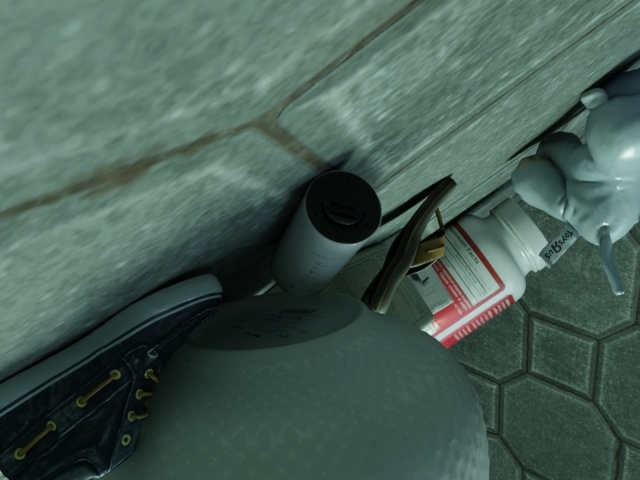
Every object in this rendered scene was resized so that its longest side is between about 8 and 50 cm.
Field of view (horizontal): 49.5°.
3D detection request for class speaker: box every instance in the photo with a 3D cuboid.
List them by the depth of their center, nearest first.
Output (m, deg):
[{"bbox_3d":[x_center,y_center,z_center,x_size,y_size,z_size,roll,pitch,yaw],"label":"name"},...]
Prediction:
[{"bbox_3d":[0.000,0.000,0.519,0.055,0.055,0.136,-31,170,-22],"label":"speaker"}]

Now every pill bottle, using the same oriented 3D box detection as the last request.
[{"bbox_3d":[0.308,0.090,1.573,0.407,0.229,0.229,-35,171,6],"label":"pill bottle"}]

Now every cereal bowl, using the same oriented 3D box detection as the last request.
[{"bbox_3d":[-0.034,0.131,0.587,0.338,0.141,0.339,-7,-169,1],"label":"cereal bowl"}]

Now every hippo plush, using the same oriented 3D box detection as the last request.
[{"bbox_3d":[0.408,-0.133,1.026,0.294,0.234,0.237,-46,148,-32],"label":"hippo plush"}]

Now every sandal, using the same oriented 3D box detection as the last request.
[{"bbox_3d":[0.117,0.018,0.851,0.219,0.060,0.090,-58,180,-28],"label":"sandal"}]

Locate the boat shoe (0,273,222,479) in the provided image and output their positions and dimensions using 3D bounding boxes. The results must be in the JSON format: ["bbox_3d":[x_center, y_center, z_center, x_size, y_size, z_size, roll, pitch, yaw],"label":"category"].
[{"bbox_3d":[-0.131,0.100,0.469,0.183,0.083,0.065,-32,171,-18],"label":"boat shoe"}]

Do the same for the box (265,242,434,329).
[{"bbox_3d":[0.026,0.111,0.919,0.121,0.148,0.311,-39,169,25],"label":"box"}]

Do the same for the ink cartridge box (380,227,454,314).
[{"bbox_3d":[0.139,0.060,1.093,0.056,0.135,0.099,-29,170,-14],"label":"ink cartridge box"}]
